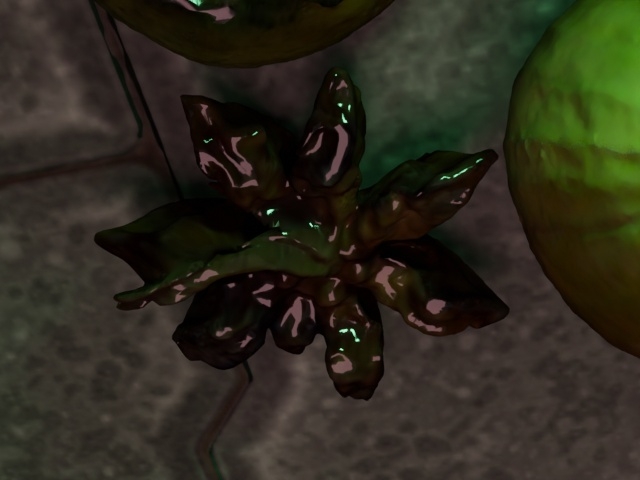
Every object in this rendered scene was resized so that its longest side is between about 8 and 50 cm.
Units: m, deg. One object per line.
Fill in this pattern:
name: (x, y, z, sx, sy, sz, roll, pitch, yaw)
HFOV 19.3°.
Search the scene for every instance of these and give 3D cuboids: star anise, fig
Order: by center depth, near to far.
fig: (0.141, -0.043, 0.615, 0.160, 0.143, 0.231, 5, 158, 6)
star anise: (0.000, 0.000, 0.735, 0.167, 0.057, 0.168, -4, 129, -5)

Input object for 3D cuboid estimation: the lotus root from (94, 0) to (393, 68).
lotus root: (-0.029, -0.135, 0.613, 0.183, 0.078, 0.204, 19, 126, -13)
